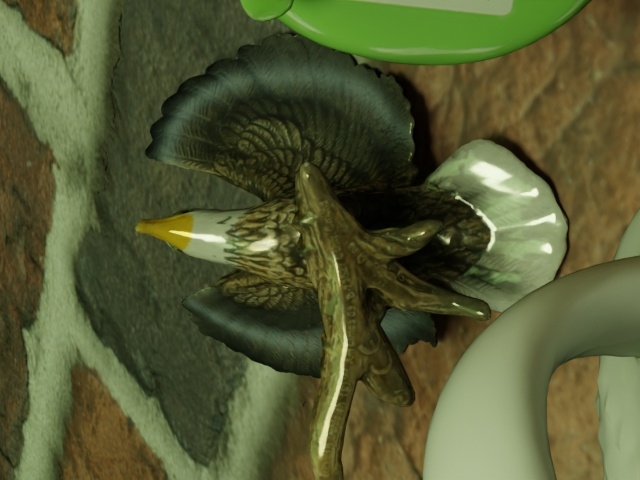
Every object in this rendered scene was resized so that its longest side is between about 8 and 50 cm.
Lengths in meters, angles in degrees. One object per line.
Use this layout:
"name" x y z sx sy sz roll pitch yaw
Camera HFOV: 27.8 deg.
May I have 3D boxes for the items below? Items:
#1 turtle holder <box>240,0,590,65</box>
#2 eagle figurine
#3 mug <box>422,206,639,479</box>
"turtle holder" 0.033 -0.247 0.596 0.227 0.243 0.320 -99 -15 -73
"eagle figurine" -0.010 -0.004 0.829 0.226 0.225 0.298 -52 13 2
"mug" 0.196 0.105 0.388 0.276 0.374 0.328 -54 43 40
